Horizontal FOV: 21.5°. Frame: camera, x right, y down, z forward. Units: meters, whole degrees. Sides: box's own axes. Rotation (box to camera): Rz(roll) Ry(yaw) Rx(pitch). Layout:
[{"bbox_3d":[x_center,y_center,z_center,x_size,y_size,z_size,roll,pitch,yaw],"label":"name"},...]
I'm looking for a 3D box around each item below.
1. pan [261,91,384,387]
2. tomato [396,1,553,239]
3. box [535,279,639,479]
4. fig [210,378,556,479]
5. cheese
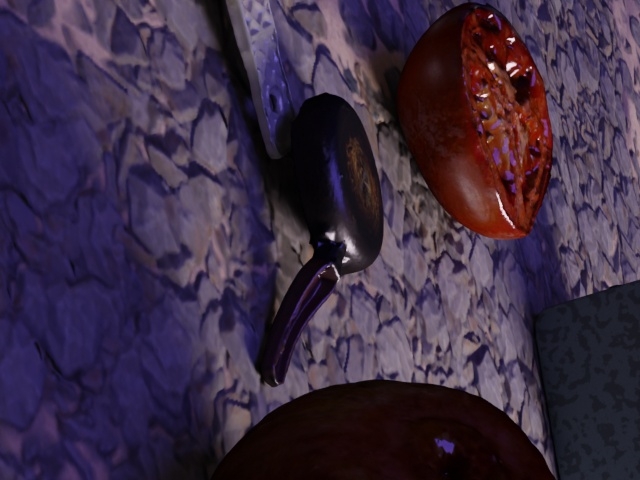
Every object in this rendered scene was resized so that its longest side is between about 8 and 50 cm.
[{"bbox_3d":[0.003,0.000,1.005,0.212,0.040,0.115,-76,152,-42],"label":"pan"},{"bbox_3d":[0.105,-0.091,1.225,0.174,0.082,0.166,64,31,-31],"label":"tomato"},{"bbox_3d":[0.271,0.136,1.362,0.130,0.162,0.227,11,66,-51],"label":"box"},{"bbox_3d":[0.026,0.171,0.815,0.205,0.205,0.205,41,41,-50],"label":"fig"},{"bbox_3d":[-0.051,-0.170,0.986,0.127,0.054,0.251,-43,123,-59],"label":"cheese"}]
